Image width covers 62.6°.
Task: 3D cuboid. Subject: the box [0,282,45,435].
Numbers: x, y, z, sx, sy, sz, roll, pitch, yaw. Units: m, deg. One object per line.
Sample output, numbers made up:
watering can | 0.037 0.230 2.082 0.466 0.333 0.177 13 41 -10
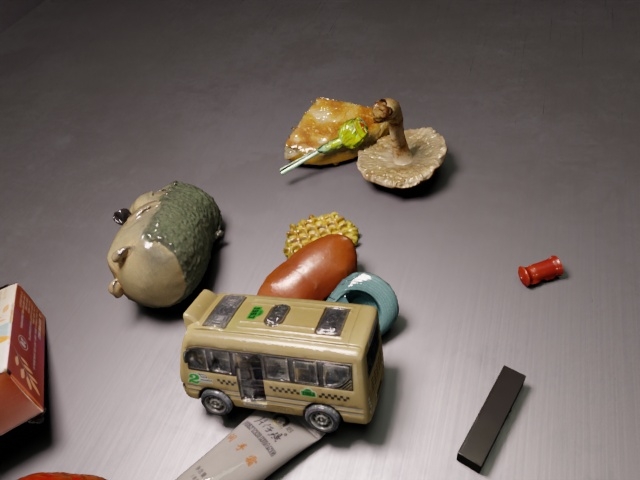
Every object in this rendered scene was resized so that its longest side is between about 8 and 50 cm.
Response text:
box | -0.749 0.283 1.049 0.345 0.122 0.385 -29 31 -14

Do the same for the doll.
doll | -0.364 -0.006 1.230 0.248 0.247 0.349 2 37 14

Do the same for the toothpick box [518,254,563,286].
toothpick box | 0.465 0.065 1.116 0.084 0.047 0.047 -18 47 -3

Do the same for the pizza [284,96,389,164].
pizza | 0.043 -0.319 1.513 0.336 0.086 0.226 -21 61 -7

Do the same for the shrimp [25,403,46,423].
shrimp | -0.654 0.345 1.075 0.175 0.076 0.082 -4 65 10

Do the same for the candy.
candy | 0.008 -0.244 1.406 0.262 0.073 0.077 -29 14 2

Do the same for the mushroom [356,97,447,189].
mushroom | 0.218 -0.252 1.300 0.208 0.301 0.232 28 63 3

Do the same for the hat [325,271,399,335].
hat | 0.071 0.153 1.086 0.138 0.078 0.191 45 94 4

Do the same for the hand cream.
hand cream | -0.141 0.397 0.926 0.314 0.089 0.140 -34 45 -30

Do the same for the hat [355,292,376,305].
hat | 0.111 0.131 1.143 0.087 0.042 0.058 12 48 -23

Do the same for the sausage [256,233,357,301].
sausage | -0.028 0.083 1.140 0.258 0.133 0.133 -37 51 -10

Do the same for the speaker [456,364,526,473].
speaker | 0.305 0.312 0.931 0.046 0.040 0.191 24 57 28

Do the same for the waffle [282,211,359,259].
waffle | 0.002 0.003 1.274 0.191 0.038 0.191 -5 48 6

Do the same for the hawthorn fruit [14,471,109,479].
hawthorn fruit | -0.416 0.476 0.798 0.258 0.262 0.258 -39 30 28

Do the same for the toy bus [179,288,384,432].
toy bus | -0.074 0.206 0.970 0.366 0.201 0.177 2 29 16
